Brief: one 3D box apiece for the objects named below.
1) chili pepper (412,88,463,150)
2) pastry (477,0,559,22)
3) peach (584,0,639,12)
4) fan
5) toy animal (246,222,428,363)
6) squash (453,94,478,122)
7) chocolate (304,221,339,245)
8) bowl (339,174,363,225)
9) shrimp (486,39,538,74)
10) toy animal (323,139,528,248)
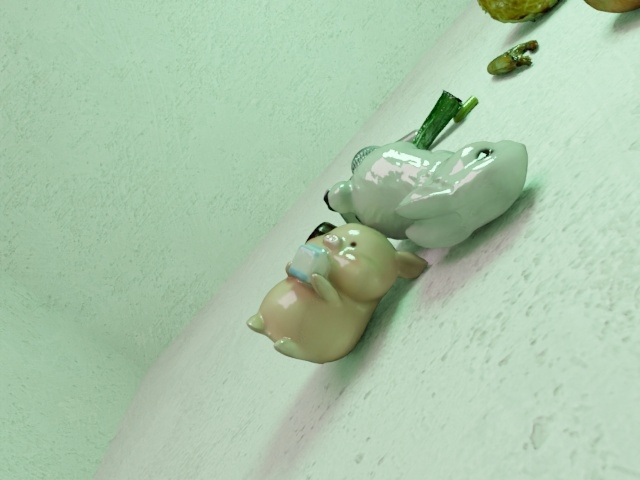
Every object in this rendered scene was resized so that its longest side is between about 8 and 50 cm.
[{"bbox_3d":[0.308,-0.304,1.306,0.227,0.059,0.088,-59,16,26],"label":"chili pepper"},{"bbox_3d":[0.586,-0.712,1.344,0.255,0.170,0.236,9,36,42],"label":"pastry"},{"bbox_3d":[0.581,-0.537,0.835,0.235,0.214,0.214,-32,11,-7],"label":"peach"},{"bbox_3d":[0.208,-0.250,1.412,0.244,0.130,0.074,-31,36,15],"label":"fan"},{"bbox_3d":[0.018,0.080,0.832,0.195,0.213,0.256,32,90,43],"label":"toy animal"},{"bbox_3d":[0.394,-0.357,1.280,0.083,0.027,0.027,-47,13,5],"label":"squash"},{"bbox_3d":[0.000,0.000,1.442,0.125,0.080,0.149,-35,20,46],"label":"chocolate"},{"bbox_3d":[0.125,-0.128,1.331,0.211,0.112,0.211,-48,12,14],"label":"bowl"},{"bbox_3d":[0.515,-0.483,1.227,0.133,0.053,0.236,-26,14,10],"label":"shrimp"},{"bbox_3d":[0.187,-0.088,0.841,0.257,0.194,0.357,-26,14,-18],"label":"toy animal"}]
